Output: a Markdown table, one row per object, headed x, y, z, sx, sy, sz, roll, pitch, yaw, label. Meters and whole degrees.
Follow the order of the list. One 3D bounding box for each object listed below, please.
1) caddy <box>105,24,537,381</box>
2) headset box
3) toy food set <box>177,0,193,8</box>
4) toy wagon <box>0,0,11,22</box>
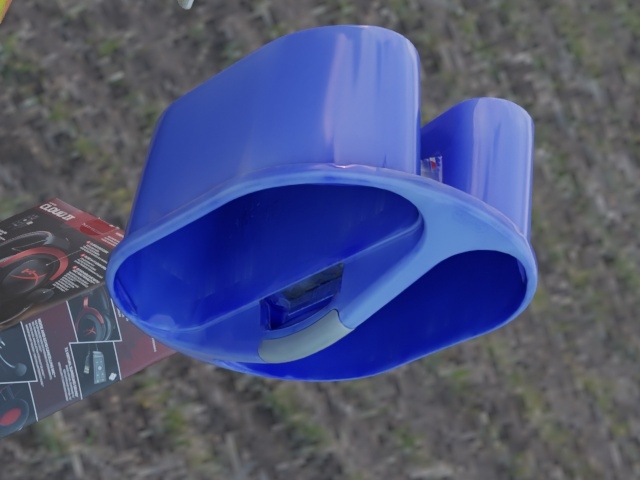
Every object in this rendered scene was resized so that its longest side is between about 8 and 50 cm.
| x | y | z | sx | sy | sz | roll | pitch | yaw | label |
| --- | --- | --- | --- | --- | --- | --- | --- | --- | --- |
| 0.000 | 0.000 | 1.343 | 0.241 | 0.341 | 0.179 | 26 | 57 | -30 | caddy |
| -0.286 | 0.072 | 1.812 | 0.293 | 0.218 | 0.110 | -26 | 120 | -30 | headset box |
| -0.191 | -0.331 | 1.819 | 0.071 | 0.128 | 0.218 | -12 | 50 | -49 | toy food set |
| -0.314 | -0.197 | 1.530 | 0.068 | 0.267 | 0.344 | 25 | 41 | -1 | toy wagon |
